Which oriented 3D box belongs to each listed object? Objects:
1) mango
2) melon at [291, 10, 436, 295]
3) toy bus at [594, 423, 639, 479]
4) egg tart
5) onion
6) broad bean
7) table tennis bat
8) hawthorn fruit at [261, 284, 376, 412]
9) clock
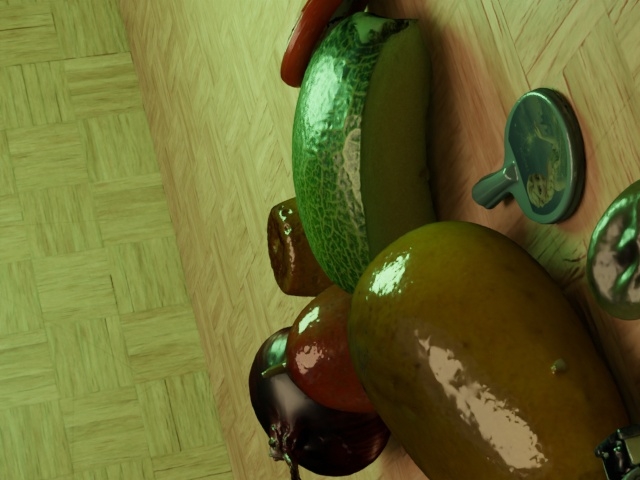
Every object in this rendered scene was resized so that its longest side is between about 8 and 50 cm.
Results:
[{"bbox_3d":[0.192,0.150,1.483,0.445,0.220,0.301,36,128,54],"label":"mango"},{"bbox_3d":[0.059,-0.130,1.813,0.331,0.226,0.344,-95,-10,-63],"label":"melon"},{"bbox_3d":[0.341,0.282,1.120,0.134,0.164,0.276,82,173,-74],"label":"toy bus"},{"bbox_3d":[0.000,0.000,2.135,0.202,0.147,0.203,173,90,-74],"label":"egg tart"},{"bbox_3d":[-0.017,0.273,2.140,0.273,0.285,0.273,27,141,25],"label":"onion"},{"bbox_3d":[0.324,0.006,1.213,0.206,0.072,0.153,-29,73,60],"label":"broad bean"},{"bbox_3d":[0.231,-0.083,1.514,0.237,0.038,0.149,143,115,-69],"label":"table tennis bat"},{"bbox_3d":[0.038,0.161,1.922,0.199,0.251,0.199,162,90,-85],"label":"hawthorn fruit"},{"bbox_3d":[0.006,-0.307,1.893,0.051,0.205,0.205,35,150,9],"label":"clock"}]
